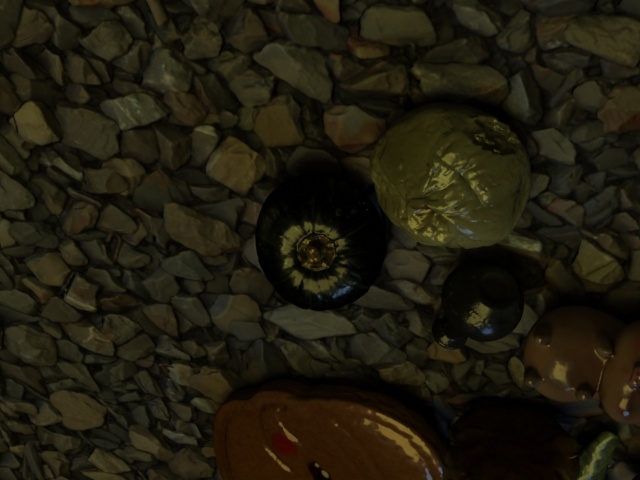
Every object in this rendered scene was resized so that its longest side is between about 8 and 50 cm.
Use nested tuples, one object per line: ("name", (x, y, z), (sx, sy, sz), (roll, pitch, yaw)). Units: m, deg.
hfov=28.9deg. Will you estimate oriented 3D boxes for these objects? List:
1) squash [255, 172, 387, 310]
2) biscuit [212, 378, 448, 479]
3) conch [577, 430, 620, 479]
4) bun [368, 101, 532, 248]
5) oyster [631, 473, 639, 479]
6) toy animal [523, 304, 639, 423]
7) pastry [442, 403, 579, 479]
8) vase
("squash", (-0.001, 0.001, 1.741), (0.193, 0.156, 0.193), (-5, 117, -10))
("biscuit", (0.010, 0.377, 2.096), (0.455, 0.078, 0.350), (-12, 115, 35))
("conch", (0.393, 0.475, 1.981), (0.203, 0.170, 0.386), (8, 134, -39))
("bun", (0.163, -0.074, 1.634), (0.220, 0.134, 0.220), (13, 135, 14))
("oyster", (0.557, 0.352, 1.878), (0.232, 0.161, 0.107), (-16, 89, 32))
("toy animal", (0.410, 0.179, 1.747), (0.250, 0.154, 0.166), (16, 110, 13))
("pastry", (0.281, 0.340, 1.902), (0.218, 0.229, 0.100), (-22, 132, -11))
("vase", (0.218, 0.103, 1.794), (0.120, 0.120, 0.183), (27, 151, -4))
